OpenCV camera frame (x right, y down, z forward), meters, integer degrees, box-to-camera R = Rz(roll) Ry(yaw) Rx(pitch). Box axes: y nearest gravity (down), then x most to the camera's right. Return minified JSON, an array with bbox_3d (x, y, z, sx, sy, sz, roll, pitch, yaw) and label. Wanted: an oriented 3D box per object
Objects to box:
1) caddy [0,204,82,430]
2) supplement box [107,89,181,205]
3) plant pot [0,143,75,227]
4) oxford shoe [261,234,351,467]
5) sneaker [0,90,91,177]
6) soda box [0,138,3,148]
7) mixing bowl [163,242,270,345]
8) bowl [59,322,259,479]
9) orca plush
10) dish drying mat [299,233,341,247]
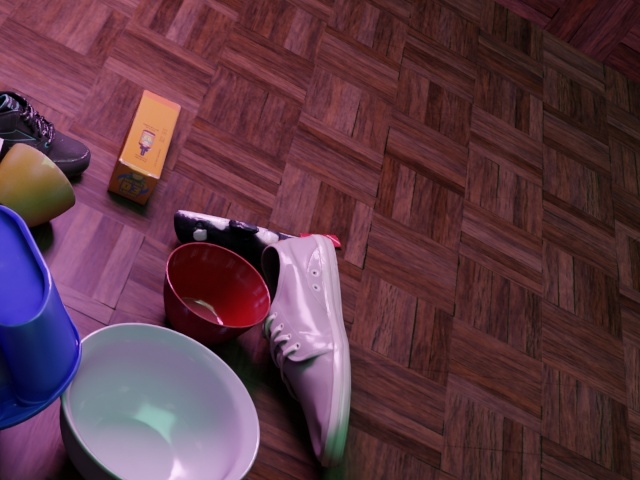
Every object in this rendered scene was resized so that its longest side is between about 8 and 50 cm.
[{"bbox_3d":[-0.464,0.110,1.742,0.241,0.179,0.341,-22,44,-15],"label":"caddy"},{"bbox_3d":[-0.313,-0.168,2.311,0.078,0.080,0.233,25,35,-13],"label":"supplement box"},{"bbox_3d":[-0.468,-0.071,2.047,0.134,0.134,0.095,38,62,4],"label":"plant pot"},{"bbox_3d":[-0.027,0.172,2.087,0.130,0.169,0.449,2,47,-13],"label":"oxford shoe"},{"bbox_3d":[-0.498,-0.179,2.149,0.267,0.106,0.101,15,38,-29],"label":"sneaker"},{"bbox_3d":[-0.554,-0.082,2.017,0.069,0.074,0.216,22,37,-17],"label":"soda box"},{"bbox_3d":[-0.182,0.101,2.085,0.181,0.098,0.181,21,38,-18],"label":"mixing bowl"},{"bbox_3d":[-0.244,0.269,1.810,0.297,0.134,0.298,22,38,-18],"label":"bowl"},{"bbox_3d":[-0.128,0.028,2.258,0.287,0.102,0.151,15,-6,-41],"label":"orca plush"},{"bbox_3d":[0.000,0.000,2.428,0.083,0.008,0.032,3,47,-37],"label":"dish drying mat"}]
